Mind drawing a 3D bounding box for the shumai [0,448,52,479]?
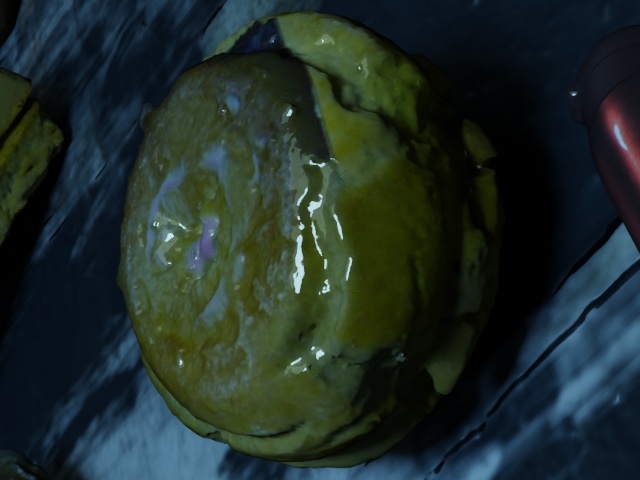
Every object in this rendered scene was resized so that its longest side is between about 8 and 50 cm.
[{"bbox_3d":[-0.229,0.195,0.960,0.166,0.176,0.206,44,114,54],"label":"shumai"}]

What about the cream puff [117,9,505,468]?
[{"bbox_3d":[0.000,0.000,0.765,0.189,0.129,0.189,-14,71,49],"label":"cream puff"}]

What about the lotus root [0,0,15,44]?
[{"bbox_3d":[-0.262,-0.167,1.237,0.095,0.135,0.159,-11,53,53],"label":"lotus root"}]

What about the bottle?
[{"bbox_3d":[0.133,-0.011,0.642,0.060,0.060,0.164,-51,37,28],"label":"bottle"}]

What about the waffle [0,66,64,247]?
[{"bbox_3d":[-0.312,0.008,1.188,0.328,0.098,0.224,-7,51,48],"label":"waffle"}]
